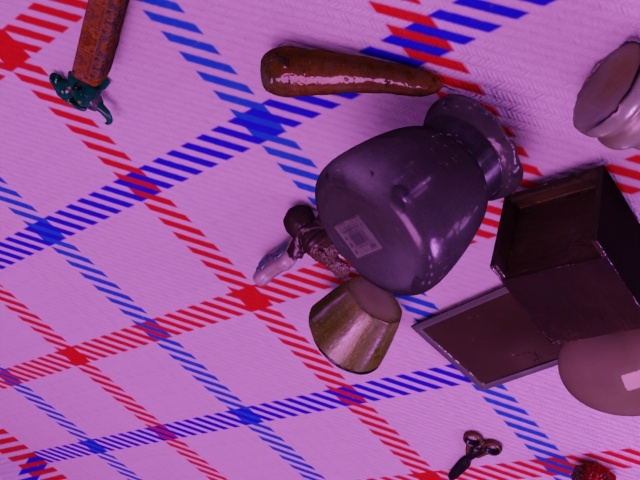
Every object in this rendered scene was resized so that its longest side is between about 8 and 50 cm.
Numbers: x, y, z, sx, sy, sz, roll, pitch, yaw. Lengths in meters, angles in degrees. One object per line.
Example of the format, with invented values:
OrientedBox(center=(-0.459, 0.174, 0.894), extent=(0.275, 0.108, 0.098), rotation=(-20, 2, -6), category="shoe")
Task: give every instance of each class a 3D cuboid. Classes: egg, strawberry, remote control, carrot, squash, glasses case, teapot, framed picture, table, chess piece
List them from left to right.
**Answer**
OrientedBox(center=(-0.330, -0.340, 1.335), extent=(0.049, 0.075, 0.218), rotation=(28, 139, -6), category="glasses case")
OrientedBox(center=(-0.081, 0.038, 1.612), extent=(0.032, 0.074, 0.122), rotation=(37, 137, -17), category="remote control")
OrientedBox(center=(0.071, 0.148, 1.601), extent=(0.170, 0.170, 0.122), rotation=(31, 120, -7), category="squash")
OrientedBox(center=(0.057, -0.241, 1.268), extent=(0.298, 0.078, 0.078), rotation=(7, 136, 11), category="carrot")
OrientedBox(center=(0.158, -0.061, 1.262), extent=(0.223, 0.285, 0.305), rotation=(40, 154, 22), category="teapot")
OrientedBox(center=(0.334, 0.179, 1.604), extent=(0.216, 0.016, 0.273), rotation=(43, 136, -18), category="framed picture")
OrientedBox(center=(0.384, 0.020, 1.295), extent=(0.169, 0.172, 0.193), rotation=(-18, 128, 37), category="table")
OrientedBox(center=(0.565, 0.496, 1.784), extent=(0.097, 0.083, 0.083), rotation=(-1, 144, -20), category="strawberry")
OrientedBox(center=(0.499, 0.194, 1.410), extent=(0.186, 0.186, 0.242), rotation=(41, 138, -18), category="egg")
OrientedBox(center=(0.465, -0.141, 1.129), extent=(0.243, 0.133, 0.133), rotation=(29, 139, -14), category="chess piece")

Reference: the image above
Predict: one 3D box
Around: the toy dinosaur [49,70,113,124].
OrientedBox(center=(-0.407, -0.251, 1.489), extent=(0.132, 0.059, 0.096), rotation=(45, 144, -10), category="toy dinosaur")

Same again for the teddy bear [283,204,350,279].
OrientedBox(center=(0.000, 0.004, 1.525), extent=(0.160, 0.078, 0.119), rotation=(37, 110, -5), category="teddy bear")

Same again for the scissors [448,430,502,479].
OrientedBox(center=(0.329, 0.490, 1.934), extent=(0.088, 0.017, 0.220), rotation=(23, 140, 1), category="scissors")
